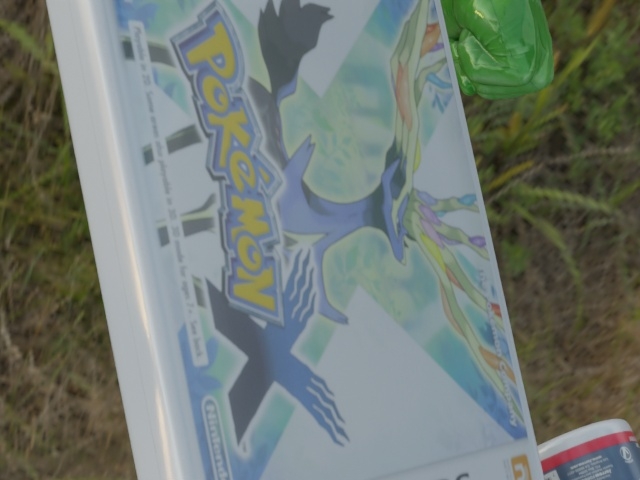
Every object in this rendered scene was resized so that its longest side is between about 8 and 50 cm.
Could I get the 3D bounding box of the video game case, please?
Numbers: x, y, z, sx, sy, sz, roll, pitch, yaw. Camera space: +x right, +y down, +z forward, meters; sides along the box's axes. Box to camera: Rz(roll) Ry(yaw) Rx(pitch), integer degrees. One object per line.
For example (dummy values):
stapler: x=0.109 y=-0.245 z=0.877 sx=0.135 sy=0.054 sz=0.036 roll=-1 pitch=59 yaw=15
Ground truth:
video game case: x=0.000 y=0.000 z=0.824 sx=0.300 sy=0.036 sz=0.329 roll=-3 pitch=79 yaw=-55

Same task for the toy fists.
toy fists: x=0.143 y=-0.206 z=1.500 sx=0.096 sy=0.279 sz=0.142 roll=-23 pitch=108 yaw=2

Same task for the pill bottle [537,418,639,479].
pill bottle: x=0.229 y=0.242 z=1.317 sx=0.108 sy=0.108 sz=0.180 roll=-15 pitch=71 yaw=-21
